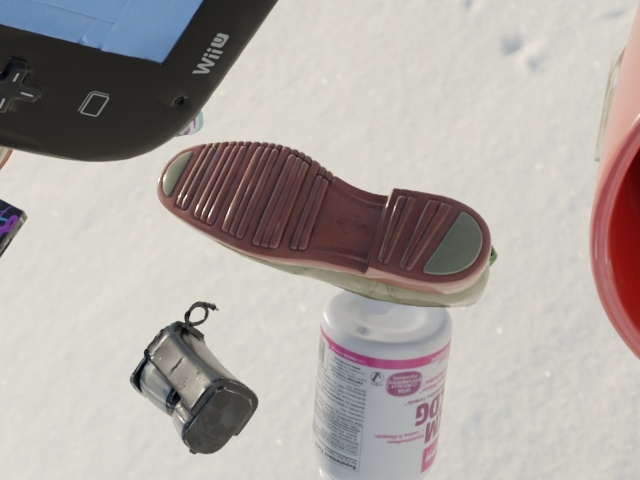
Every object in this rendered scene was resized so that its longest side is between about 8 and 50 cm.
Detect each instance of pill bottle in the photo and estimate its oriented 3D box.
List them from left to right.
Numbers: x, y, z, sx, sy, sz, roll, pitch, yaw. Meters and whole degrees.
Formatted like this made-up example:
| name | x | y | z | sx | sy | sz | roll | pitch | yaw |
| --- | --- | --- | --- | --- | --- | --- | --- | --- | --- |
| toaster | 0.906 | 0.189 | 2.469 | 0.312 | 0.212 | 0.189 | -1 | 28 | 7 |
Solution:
| name | x | y | z | sx | sy | sz | roll | pitch | yaw |
| --- | --- | --- | --- | --- | --- | --- | --- | --- | --- |
| pill bottle | 0.072 | 0.210 | 1.752 | 0.160 | 0.283 | 0.160 | 3 | 28 | -2 |

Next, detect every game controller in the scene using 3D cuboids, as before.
| name | x | y | z | sx | sy | sz | roll | pitch | yaw |
| --- | --- | --- | --- | --- | --- | --- | --- | --- | --- |
| game controller | -0.067 | -0.146 | 0.534 | 0.319 | 0.166 | 0.067 | -49 | 35 | 38 |

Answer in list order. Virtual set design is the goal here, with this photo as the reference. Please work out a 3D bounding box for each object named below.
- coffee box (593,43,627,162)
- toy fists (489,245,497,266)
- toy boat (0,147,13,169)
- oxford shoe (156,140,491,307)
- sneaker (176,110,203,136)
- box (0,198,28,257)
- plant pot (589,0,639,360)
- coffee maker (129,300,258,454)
| name | x | y | z | sx | sy | sz | roll | pitch | yaw |
| --- | --- | --- | --- | --- | --- | --- | --- | --- | --- |
| coffee box | 0.403 | -0.162 | 1.534 | 0.246 | 0.098 | 0.141 | 153 | 129 | -73 |
| toy fists | 0.145 | 0.042 | 2.223 | 0.142 | 0.279 | 0.096 | -52 | 53 | 30 |
| toy boat | -0.424 | -0.119 | 1.487 | 0.231 | 0.151 | 0.151 | -21 | 18 | 12 |
| oxford shoe | 0.000 | 0.000 | 1.592 | 0.397 | 0.146 | 0.140 | 19 | 67 | 18 |
| sneaker | -0.153 | -0.144 | 1.368 | 0.069 | 0.098 | 0.038 | -24 | 17 | -39 |
| box | -0.467 | 0.006 | 1.804 | 0.116 | 0.029 | 0.162 | 27 | 73 | 14 |
| plant pot | 0.290 | -0.072 | 0.822 | 0.275 | 0.275 | 0.243 | -18 | 31 | 20 |
| coffee maker | -0.180 | 0.201 | 2.073 | 0.178 | 0.120 | 0.171 | 36 | 114 | 48 |
